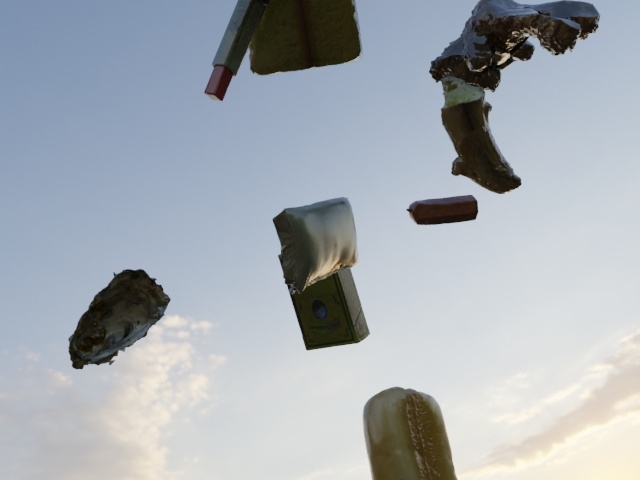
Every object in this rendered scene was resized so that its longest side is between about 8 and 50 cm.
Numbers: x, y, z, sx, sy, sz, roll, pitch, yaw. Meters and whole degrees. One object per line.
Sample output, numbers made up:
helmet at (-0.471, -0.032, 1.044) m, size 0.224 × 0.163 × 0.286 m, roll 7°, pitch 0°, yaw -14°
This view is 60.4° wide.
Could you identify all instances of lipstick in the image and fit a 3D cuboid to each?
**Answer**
lipstick at (-0.136, -0.396, 0.990) m, size 0.051 × 0.051 × 0.312 m, roll 8°, pitch -66°, yaw -52°

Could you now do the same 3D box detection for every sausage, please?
sausage at (0.283, -0.069, 1.301) m, size 0.169 × 0.065 × 0.065 m, roll -6°, pitch -38°, yaw -3°

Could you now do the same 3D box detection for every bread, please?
bread at (0.120, 0.300, 0.773) m, size 0.134 × 0.173 × 0.085 m, roll 13°, pitch -35°, yaw -32°
bread at (-0.048, -0.540, 1.140) m, size 0.233 × 0.245 × 0.362 m, roll -7°, pitch -69°, yaw 7°

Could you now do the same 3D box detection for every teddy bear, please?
teddy bear at (0.394, -0.396, 1.164) m, size 0.246 × 0.296 × 0.223 m, roll -31°, pitch -41°, yaw -38°

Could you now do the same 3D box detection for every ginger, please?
ginger at (0.159, -0.109, 0.574) m, size 0.057 × 0.137 × 0.044 m, roll -25°, pitch 7°, yaw -11°

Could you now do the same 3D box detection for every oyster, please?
oyster at (-0.317, 0.125, 0.853) m, size 0.056 × 0.177 × 0.105 m, roll 5°, pitch -31°, yaw 49°

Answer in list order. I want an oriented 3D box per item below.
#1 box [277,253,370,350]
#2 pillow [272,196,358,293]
box at (0.006, 0.116, 1.171) m, size 0.140 × 0.220 × 0.064 m, roll -15°, pitch 4°, yaw 34°
pillow at (0.000, 0.000, 0.811) m, size 0.053 × 0.119 × 0.208 m, roll 2°, pitch 11°, yaw 29°
